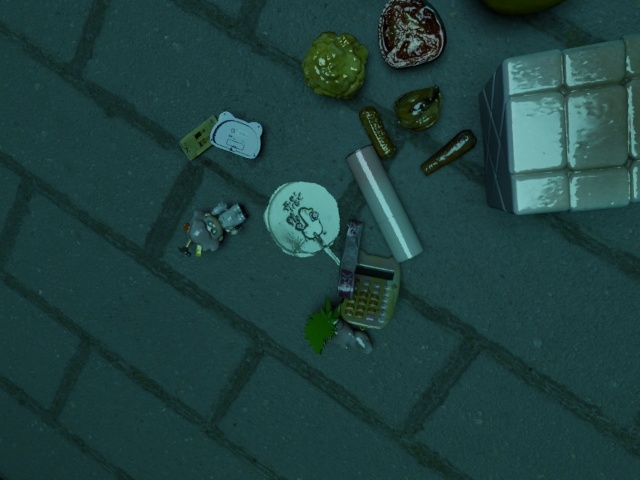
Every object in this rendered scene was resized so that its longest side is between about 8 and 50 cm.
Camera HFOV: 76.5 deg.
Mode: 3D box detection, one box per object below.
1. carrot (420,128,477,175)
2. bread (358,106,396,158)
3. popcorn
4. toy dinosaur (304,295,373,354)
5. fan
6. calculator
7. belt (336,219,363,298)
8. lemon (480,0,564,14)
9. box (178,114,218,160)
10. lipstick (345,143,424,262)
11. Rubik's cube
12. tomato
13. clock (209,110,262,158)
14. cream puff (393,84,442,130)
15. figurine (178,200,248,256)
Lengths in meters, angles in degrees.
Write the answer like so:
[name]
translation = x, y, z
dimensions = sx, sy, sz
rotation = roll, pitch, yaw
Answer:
[carrot]
translation = 0.343, -0.235, 1.093
dimensions = 0.162, 0.055, 0.055
rotation = -36, 89, 17
[bread]
translation = 0.158, -0.299, 1.128
dimensions = 0.052, 0.044, 0.157
rotation = -28, 92, 10
[popcorn]
translation = 0.041, -0.461, 1.080
dimensions = 0.180, 0.170, 0.180
rotation = 13, 140, 11
[toy dinosaur]
translation = 0.061, 0.250, 1.193
dimensions = 0.194, 0.177, 0.152
rotation = 40, 112, 35
[fan]
translation = 0.000, 0.000, 1.226
dimensions = 0.233, 0.012, 0.414
rotation = -41, 88, 15
[calculator]
translation = 0.141, 0.142, 1.147
dimensions = 0.157, 0.033, 0.236
rotation = 12, 63, 11
[belt]
translation = 0.081, 0.053, 1.149
dimensions = 0.053, 0.071, 0.231
rotation = 9, 66, 4
[lemon]
translation = 0.471, -0.650, 0.883
dimensions = 0.298, 0.297, 0.296
rotation = 2, 99, 13
[box]
translation = -0.366, -0.317, 1.261
dimensions = 0.149, 0.020, 0.073
rotation = -31, 92, 15
[lipstick]
translation = 0.178, -0.102, 1.131
dimensions = 0.087, 0.087, 0.326
rotation = -26, 92, 15
[Rubik's cube]
translation = 0.550, -0.233, 0.905
dimensions = 0.316, 0.322, 0.318
rotation = -5, 96, 12
[tomato]
translation = 0.236, -0.538, 1.055
dimensions = 0.167, 0.082, 0.174
rotation = -9, 100, 18
[clock]
translation = -0.242, -0.311, 1.206
dimensions = 0.153, 0.050, 0.109
rotation = 20, 99, -1
[cream puff]
translation = 0.262, -0.344, 1.066
dimensions = 0.133, 0.119, 0.104
rotation = -42, 121, -19
[figurine]
translation = -0.334, -0.042, 1.253
dimensions = 0.229, 0.112, 0.137
rotation = -28, 99, 2
